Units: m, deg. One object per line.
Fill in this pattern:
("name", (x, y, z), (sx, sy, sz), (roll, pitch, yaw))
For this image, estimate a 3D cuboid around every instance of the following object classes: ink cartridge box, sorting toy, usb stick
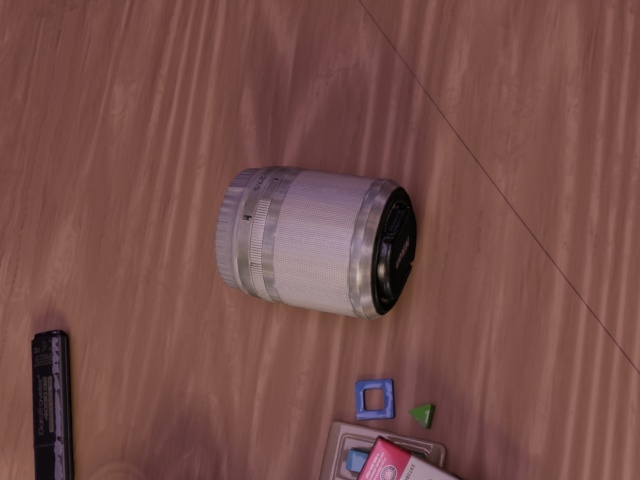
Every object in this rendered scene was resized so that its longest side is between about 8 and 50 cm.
("ink cartridge box", (0.152, 0.417, 1.517), (0.237, 0.100, 0.172), (27, 84, 6))
("sorting toy", (0.084, 0.388, 1.609), (0.196, 0.047, 0.347), (9, 81, 20))
("usb stick", (-0.470, 0.298, 1.817), (0.077, 0.045, 0.278), (-12, 75, 23))

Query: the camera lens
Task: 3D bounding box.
("camera lens", (0.000, 0.000, 1.630), (0.274, 0.219, 0.219), (9, 81, 20))
